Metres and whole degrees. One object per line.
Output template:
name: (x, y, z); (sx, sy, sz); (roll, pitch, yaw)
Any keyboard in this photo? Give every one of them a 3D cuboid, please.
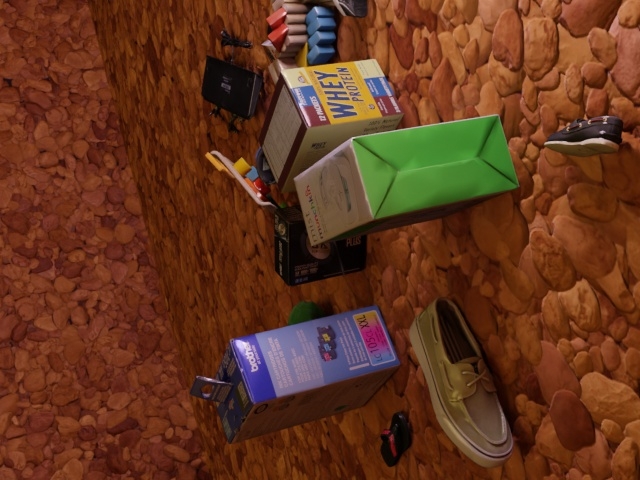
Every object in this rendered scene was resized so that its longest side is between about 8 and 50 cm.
keyboard: (-0.229, -0.441, 2.048); (0.317, 0.033, 0.202); (33, 116, 52)

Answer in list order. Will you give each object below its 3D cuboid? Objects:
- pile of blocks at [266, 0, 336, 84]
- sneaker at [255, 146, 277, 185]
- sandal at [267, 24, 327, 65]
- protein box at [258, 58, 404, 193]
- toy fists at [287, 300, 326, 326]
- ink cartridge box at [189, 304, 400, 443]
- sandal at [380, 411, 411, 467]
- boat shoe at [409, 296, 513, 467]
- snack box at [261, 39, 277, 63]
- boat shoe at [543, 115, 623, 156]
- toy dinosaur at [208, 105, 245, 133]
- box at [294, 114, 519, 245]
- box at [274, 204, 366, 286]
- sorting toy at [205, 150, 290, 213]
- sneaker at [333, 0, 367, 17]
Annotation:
pile of blocks: (-0.043, -0.455, 1.551); (0.149, 0.112, 0.362); (21, 117, 48)
sneaker: (-0.090, -0.194, 1.770); (0.330, 0.147, 0.130); (-175, 75, -66)
sandal: (-0.063, -0.421, 1.715); (0.254, 0.054, 0.097); (53, 145, 43)
protein box: (0.014, -0.214, 1.472); (0.136, 0.199, 0.201); (66, 153, 24)
toy fists: (-0.049, 0.257, 1.921); (0.279, 0.096, 0.142); (107, 169, -49)
ink cartridge box: (-0.067, 0.292, 1.646); (0.151, 0.395, 0.270); (66, 153, 24)
sandal: (0.151, 0.433, 1.670); (0.067, 0.040, 0.179); (59, 149, 36)
boat shoe: (0.236, 0.232, 1.320); (0.094, 0.109, 0.302); (110, 143, -46)
snack box: (-0.067, -0.353, 1.706); (0.178, 0.022, 0.064); (59, 165, -28)
boat shoe: (0.339, -0.133, 1.007); (0.133, 0.048, 0.042); (-175, 102, -71)
toy dinosaur: (-0.248, -0.369, 2.134); (0.268, 0.064, 0.118); (55, 133, 41)
box: (0.125, -0.092, 1.219); (0.231, 0.261, 0.127); (-25, 78, 64)
box: (0.000, 0.000, 1.626); (0.077, 0.180, 0.147); (44, 138, 53)
sorting toy: (-0.153, -0.134, 1.830); (0.196, 0.047, 0.347); (45, -176, 18)
sneaker: (0.060, -0.492, 1.409); (0.077, 0.072, 0.178); (8, 114, 53)
